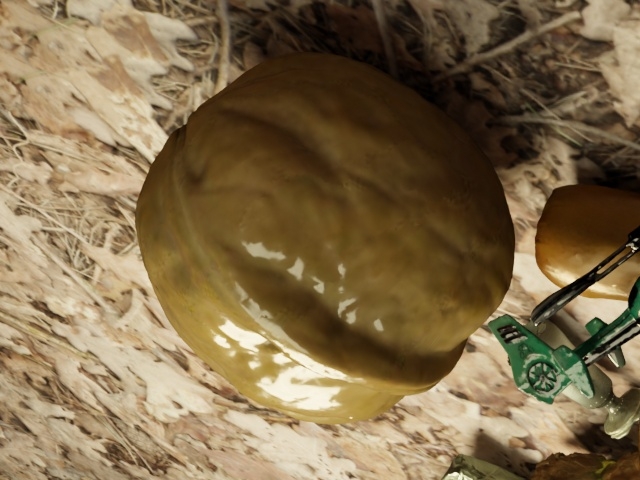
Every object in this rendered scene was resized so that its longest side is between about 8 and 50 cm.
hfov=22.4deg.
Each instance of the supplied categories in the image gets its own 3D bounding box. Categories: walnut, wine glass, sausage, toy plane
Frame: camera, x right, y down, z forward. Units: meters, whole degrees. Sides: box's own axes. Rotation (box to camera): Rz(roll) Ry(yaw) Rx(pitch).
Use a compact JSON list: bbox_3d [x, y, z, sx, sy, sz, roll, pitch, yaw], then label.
[{"bbox_3d":[0.000,0.000,1.606,0.381,0.381,0.381,21,148,14],"label":"walnut"},{"bbox_3d":[0.289,0.153,1.821,0.155,0.072,0.072,36,148,-11],"label":"wine glass"},{"bbox_3d":[0.366,0.024,1.535,0.328,0.112,0.112,14,145,25],"label":"sausage"},{"bbox_3d":[0.322,0.046,1.454,0.382,0.106,0.155,-40,82,33],"label":"toy plane"}]

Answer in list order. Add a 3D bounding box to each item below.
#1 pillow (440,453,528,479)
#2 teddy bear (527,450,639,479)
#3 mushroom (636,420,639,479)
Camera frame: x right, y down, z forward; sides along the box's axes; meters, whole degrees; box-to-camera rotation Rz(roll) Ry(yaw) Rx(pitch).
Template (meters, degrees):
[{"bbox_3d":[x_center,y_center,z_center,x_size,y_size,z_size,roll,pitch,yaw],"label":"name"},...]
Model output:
[{"bbox_3d":[0.264,0.425,2.161,0.283,0.138,0.310,26,146,6],"label":"pillow"},{"bbox_3d":[0.386,0.357,1.883,0.222,0.246,0.296,-41,85,36],"label":"teddy bear"},{"bbox_3d":[0.454,0.259,1.636,0.345,0.239,0.345,29,142,25],"label":"mushroom"}]
